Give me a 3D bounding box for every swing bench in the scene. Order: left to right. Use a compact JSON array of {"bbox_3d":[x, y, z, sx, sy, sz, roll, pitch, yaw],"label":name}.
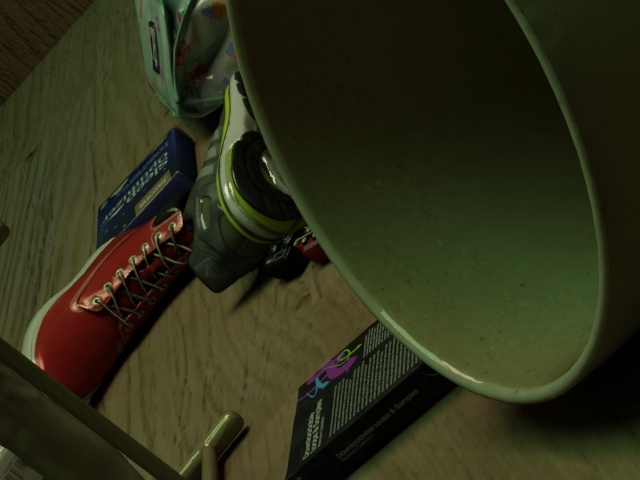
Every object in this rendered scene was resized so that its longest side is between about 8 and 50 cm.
[{"bbox_3d":[-0.228,0.173,1.423,0.255,0.253,0.165,-46,17,15],"label":"swing bench"}]

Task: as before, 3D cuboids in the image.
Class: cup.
[{"bbox_3d":[0.134,-0.108,1.094,0.237,0.331,0.331,-28,8,-23],"label":"cup"}]

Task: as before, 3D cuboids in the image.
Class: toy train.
[{"bbox_3d":[0.000,0.000,1.611,0.158,0.027,0.036,-28,30,51],"label":"toy train"}]

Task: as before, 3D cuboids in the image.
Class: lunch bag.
[{"bbox_3d":[-0.122,-0.271,2.294,0.262,0.160,0.223,-60,20,4],"label":"lunch bag"}]

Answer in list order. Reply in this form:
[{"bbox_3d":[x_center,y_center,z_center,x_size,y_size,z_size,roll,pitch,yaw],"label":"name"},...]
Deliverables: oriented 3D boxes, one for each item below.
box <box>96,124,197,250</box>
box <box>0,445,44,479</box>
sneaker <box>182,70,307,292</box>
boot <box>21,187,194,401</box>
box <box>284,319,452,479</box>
[{"bbox_3d":[-0.193,-0.042,2.184,0.136,0.036,0.225,-47,18,10],"label":"box"},{"bbox_3d":[-0.392,0.297,1.914,0.322,0.058,0.232,-22,31,58],"label":"box"},{"bbox_3d":[-0.074,-0.059,1.800,0.121,0.111,0.300,-49,13,22],"label":"sneaker"},{"bbox_3d":[-0.183,0.048,1.882,0.176,0.088,0.244,-33,20,39],"label":"boot"},{"bbox_3d":[0.043,0.090,1.306,0.162,0.029,0.116,-41,18,23],"label":"box"}]
